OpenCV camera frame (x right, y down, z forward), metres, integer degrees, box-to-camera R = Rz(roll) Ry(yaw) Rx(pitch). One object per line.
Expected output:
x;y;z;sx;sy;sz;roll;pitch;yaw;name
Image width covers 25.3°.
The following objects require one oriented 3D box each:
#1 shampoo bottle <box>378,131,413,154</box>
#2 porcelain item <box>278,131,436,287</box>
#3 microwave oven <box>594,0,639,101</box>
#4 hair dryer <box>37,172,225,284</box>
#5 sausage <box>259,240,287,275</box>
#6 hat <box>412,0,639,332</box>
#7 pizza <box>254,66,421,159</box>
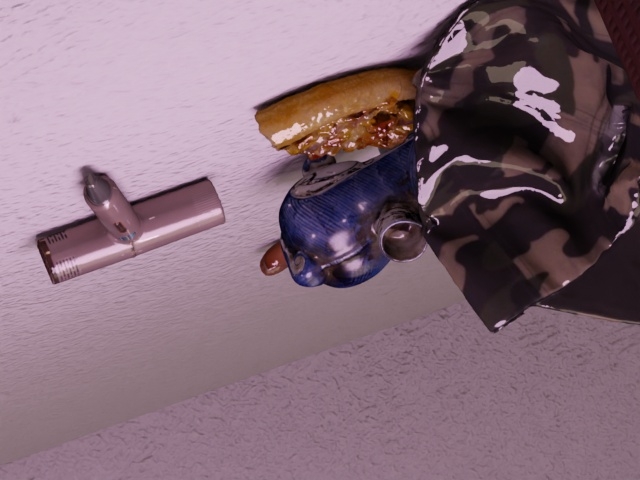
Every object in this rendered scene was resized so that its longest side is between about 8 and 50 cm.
0.158;-0.134;1.645;0.190;0.041;0.069;-21;175;-8;shampoo bottle
0.089;-0.033;1.545;0.288;0.138;0.186;-25;-149;11;porcelain item
0.332;-0.241;1.081;0.247;0.178;0.188;-22;170;-2;microwave oven
-0.186;-0.040;1.420;0.195;0.054;0.220;-20;163;-15;hair dryer
0.000;0.000;1.987;0.186;0.043;0.043;-21;170;-9;sausage
0.295;-0.088;1.385;0.381;0.257;0.366;-1;132;-38;hat
0.044;-0.125;1.407;0.127;0.058;0.246;-30;165;39;pizza
